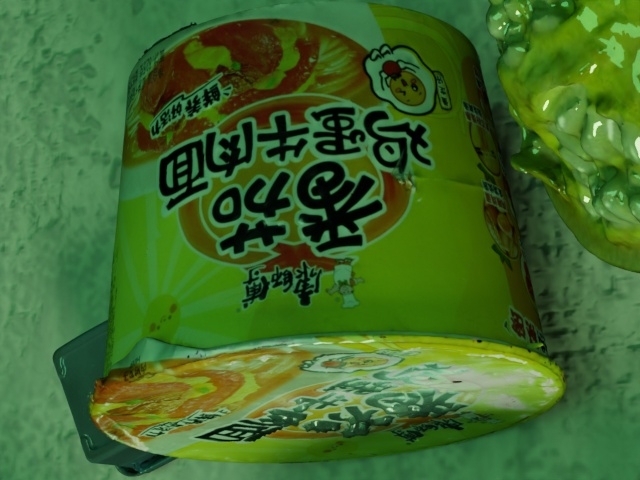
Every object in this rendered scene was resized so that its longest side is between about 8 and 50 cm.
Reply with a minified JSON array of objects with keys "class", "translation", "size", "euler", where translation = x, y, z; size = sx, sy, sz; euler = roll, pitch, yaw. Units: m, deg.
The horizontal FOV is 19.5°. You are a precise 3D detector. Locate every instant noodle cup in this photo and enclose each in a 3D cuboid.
[{"class":"instant noodle cup","translation":[0.000,0.000,1.030],"size":[0.264,0.264,0.200],"euler":[-14,68,27]}]

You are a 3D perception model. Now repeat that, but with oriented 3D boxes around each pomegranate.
[{"class":"pomegranate","translation":[0.229,-0.104,0.893],"size":[0.340,0.260,0.260],"euler":[5,86,53]}]

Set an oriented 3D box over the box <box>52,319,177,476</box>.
[{"class":"box","translation":[-0.125,0.096,1.184],"size":[0.074,0.054,0.099],"euler":[-30,71,24]}]
